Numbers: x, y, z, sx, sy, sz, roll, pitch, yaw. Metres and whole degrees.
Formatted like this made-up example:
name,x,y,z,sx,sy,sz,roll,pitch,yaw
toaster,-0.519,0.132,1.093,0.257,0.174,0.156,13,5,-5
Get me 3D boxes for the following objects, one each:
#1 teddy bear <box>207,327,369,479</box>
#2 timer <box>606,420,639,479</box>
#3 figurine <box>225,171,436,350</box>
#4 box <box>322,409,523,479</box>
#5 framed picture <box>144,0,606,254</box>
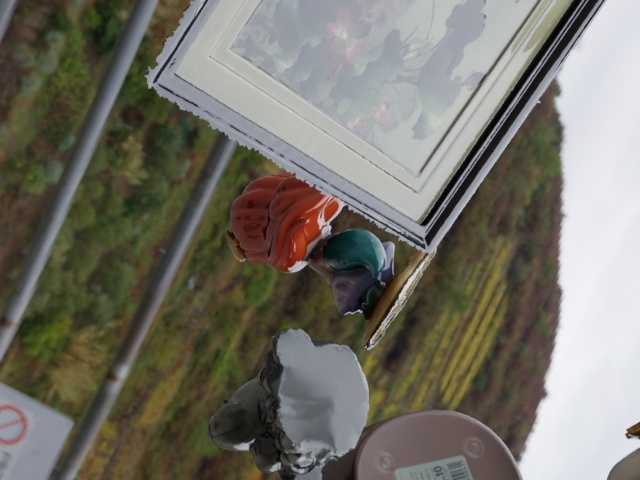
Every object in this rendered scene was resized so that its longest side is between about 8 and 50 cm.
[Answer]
name,x,y,z,sx,sy,sz,roll,pitch,yaw
teddy bear,-0.045,0.219,1.157,0.144,0.171,0.251,-12,160,-30
timer,0.521,0.357,1.392,0.233,0.240,0.233,-20,161,-8
figurine,0.004,-0.004,1.271,0.181,0.257,0.208,-58,171,4
box,0.120,0.363,1.292,0.216,0.301,0.301,-56,-176,49
framed picture,0.048,-0.103,0.406,0.199,0.010,0.195,28,99,-47
